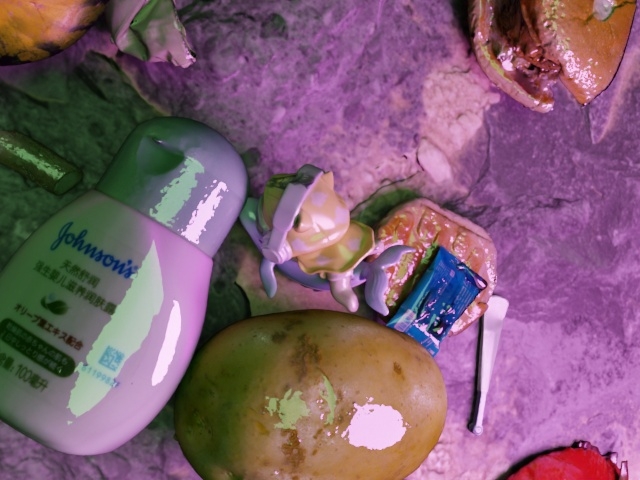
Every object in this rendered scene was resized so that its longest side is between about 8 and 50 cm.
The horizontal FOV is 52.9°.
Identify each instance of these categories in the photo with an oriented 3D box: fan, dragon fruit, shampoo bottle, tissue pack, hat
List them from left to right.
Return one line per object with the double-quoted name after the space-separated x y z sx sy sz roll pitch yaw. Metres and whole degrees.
-0.202 0.030 0.672 0.222 0.151 0.349 27 78 16 "shampoo bottle"
-0.196 -0.274 0.703 0.081 0.122 0.166 -16 116 -26 "hat"
0.147 0.084 0.812 0.085 0.028 0.138 40 77 -14 "tissue pack"
0.227 0.171 0.888 0.038 0.016 0.193 12 84 -14 "fan"
0.350 0.421 0.885 0.343 0.100 0.282 16 80 -18 "dragon fruit"

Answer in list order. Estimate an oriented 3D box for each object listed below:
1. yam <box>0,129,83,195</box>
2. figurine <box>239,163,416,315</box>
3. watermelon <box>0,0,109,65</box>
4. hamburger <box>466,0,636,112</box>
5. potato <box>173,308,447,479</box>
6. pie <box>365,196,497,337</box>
-0.312 -0.085 0.704 0.094 0.043 0.043 34 79 -13 "yam"
0.000 0.000 0.735 0.208 0.184 0.128 22 60 9 "figurine"
-0.313 -0.298 0.597 0.269 0.269 0.269 0 89 -18 "watermelon"
0.289 -0.325 0.835 0.192 0.168 0.288 18 84 -18 "hamburger"
-0.006 0.184 0.715 0.304 0.216 0.216 12 86 -14 "potato"
0.143 0.040 0.847 0.195 0.046 0.195 1 87 -18 "pie"
